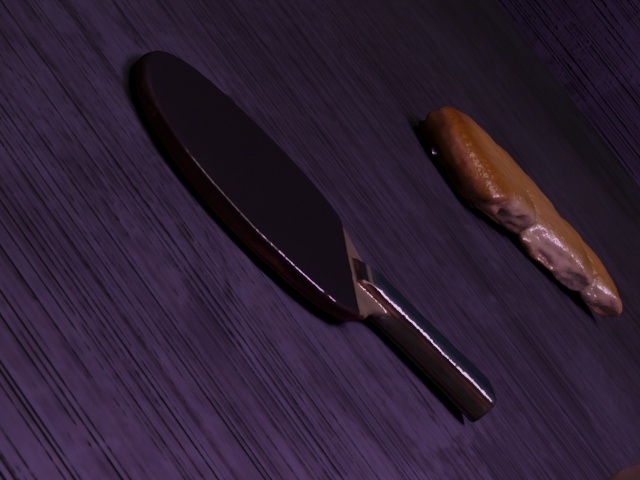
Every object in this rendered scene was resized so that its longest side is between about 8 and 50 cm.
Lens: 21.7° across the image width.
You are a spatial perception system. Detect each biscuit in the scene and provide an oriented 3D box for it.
[{"bbox_3d":[0.193,-0.034,1.618,0.299,0.045,0.154,38,18,-45],"label":"biscuit"}]

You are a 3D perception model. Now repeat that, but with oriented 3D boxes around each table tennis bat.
[{"bbox_3d":[0.000,0.000,0.976,0.301,0.022,0.173,45,15,-22],"label":"table tennis bat"}]

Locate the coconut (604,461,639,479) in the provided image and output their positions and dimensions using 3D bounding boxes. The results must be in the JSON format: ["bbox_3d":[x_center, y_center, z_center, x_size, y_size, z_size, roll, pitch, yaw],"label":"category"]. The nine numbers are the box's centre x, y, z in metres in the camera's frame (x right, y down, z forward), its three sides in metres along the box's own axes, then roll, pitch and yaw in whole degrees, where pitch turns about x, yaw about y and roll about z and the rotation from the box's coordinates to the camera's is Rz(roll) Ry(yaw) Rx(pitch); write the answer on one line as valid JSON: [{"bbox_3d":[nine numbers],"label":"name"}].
[{"bbox_3d":[0.225,0.202,0.828,0.237,0.197,0.237,41,22,-20],"label":"coconut"}]
